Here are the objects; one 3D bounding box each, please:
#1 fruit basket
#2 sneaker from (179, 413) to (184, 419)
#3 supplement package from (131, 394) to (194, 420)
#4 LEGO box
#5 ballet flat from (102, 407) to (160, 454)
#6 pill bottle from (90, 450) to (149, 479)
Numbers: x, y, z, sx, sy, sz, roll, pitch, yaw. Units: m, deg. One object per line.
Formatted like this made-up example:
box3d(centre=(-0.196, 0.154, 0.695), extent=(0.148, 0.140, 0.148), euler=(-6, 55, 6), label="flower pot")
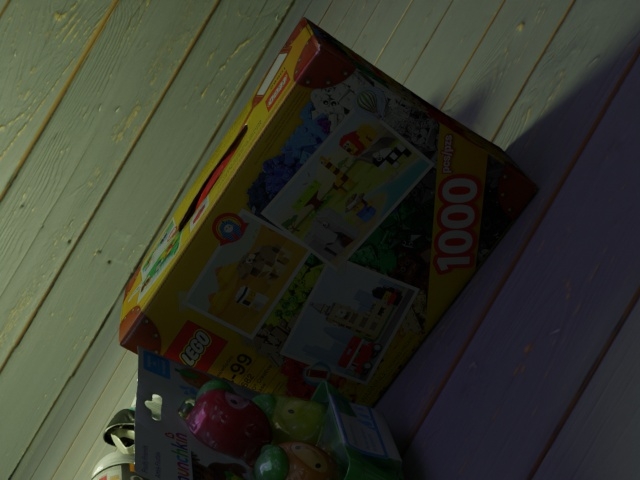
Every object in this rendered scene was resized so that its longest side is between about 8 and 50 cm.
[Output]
box3d(centre=(-0.065, 0.254, 1.380), extent=(0.165, 0.353, 0.327), euler=(-57, 17, 13), label="fruit basket")
box3d(centre=(-0.163, 0.370, 1.784), extent=(0.282, 0.161, 0.102), euler=(-136, 54, -60), label="sneaker")
box3d(centre=(-0.240, 0.259, 2.195), extent=(0.262, 0.145, 0.204), euler=(-26, 37, 59), label="supplement package")
box3d(centre=(0.000, 0.000, 1.580), extent=(0.500, 0.373, 0.193), euler=(-55, 18, 15), label="LEGO box")
box3d(centre=(-0.326, 0.400, 2.154), extent=(0.281, 0.095, 0.096), euler=(2, 27, 43), label="ballet flat")
box3d(centre=(-0.376, 0.524, 2.111), extent=(0.162, 0.162, 0.278), euler=(-57, 18, 8), label="pill bottle")
